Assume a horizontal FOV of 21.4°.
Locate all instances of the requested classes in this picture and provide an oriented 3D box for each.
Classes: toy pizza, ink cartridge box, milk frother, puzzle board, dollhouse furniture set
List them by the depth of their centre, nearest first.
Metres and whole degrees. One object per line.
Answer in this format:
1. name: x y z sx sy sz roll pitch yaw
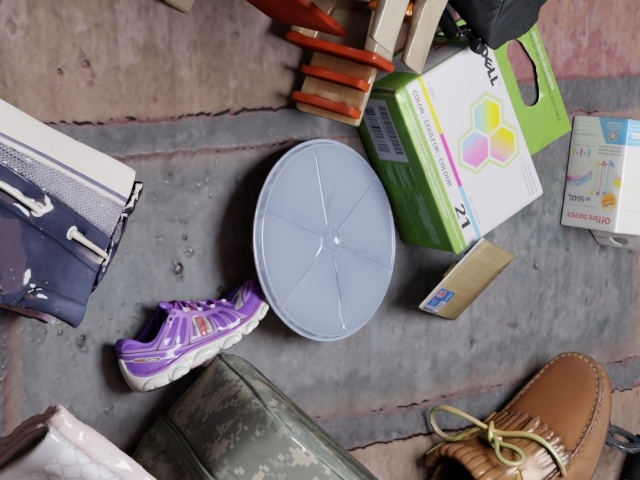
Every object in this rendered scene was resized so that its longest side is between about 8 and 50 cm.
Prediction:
1. dollhouse furniture set: -0.016 -0.203 1.546 0.259 0.262 0.135 24 84 -65
2. toy pizza: 0.000 0.000 1.689 0.201 0.032 0.201 3 86 -46
3. ink cartridge box: 0.174 -0.133 1.762 0.255 0.097 0.189 -33 114 -25
4. puzzle board: 0.152 0.040 1.764 0.096 0.011 0.128 -47 159 9
5. ink cartridge box: 0.335 -0.062 1.882 0.090 0.092 0.143 5 93 -34
6. milk frother: 0.356 0.287 1.955 0.143 0.129 0.135 19 84 9

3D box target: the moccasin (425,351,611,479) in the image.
1. moccasin: 0.167 0.259 1.796 0.380 0.139 0.147 -43 130 -12

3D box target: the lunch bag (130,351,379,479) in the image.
1. lunch bag: -0.059 0.302 1.611 0.256 0.212 0.305 -46 119 -1

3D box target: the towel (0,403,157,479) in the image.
1. towel: -0.238 0.317 1.455 0.332 0.053 0.317 -33 120 20

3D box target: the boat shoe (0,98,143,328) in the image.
1. boat shoe: -0.309 -0.040 1.429 0.340 0.127 0.158 25 75 -34

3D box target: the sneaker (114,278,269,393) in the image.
1. sneaker: -0.120 0.079 1.616 0.170 0.068 0.071 -32 101 -30

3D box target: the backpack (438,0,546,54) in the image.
1. backpack: 0.151 -0.295 1.682 0.115 0.182 0.152 -17 141 -35
